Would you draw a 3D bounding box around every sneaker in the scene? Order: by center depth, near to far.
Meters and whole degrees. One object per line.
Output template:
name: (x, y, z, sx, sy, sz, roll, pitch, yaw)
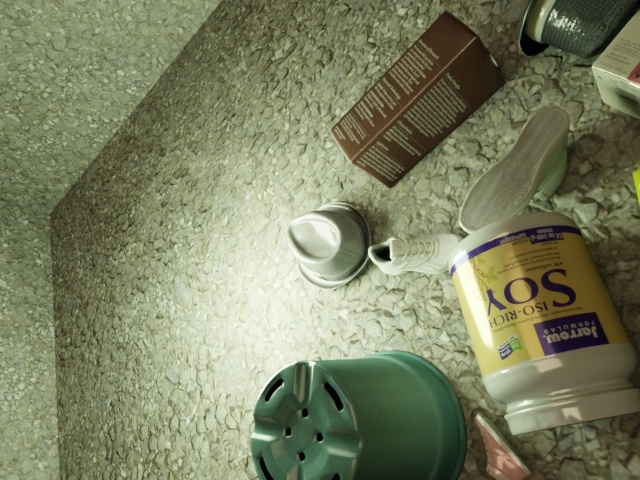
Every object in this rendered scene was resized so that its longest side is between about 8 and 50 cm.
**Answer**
sneaker: (0.328, 0.403, 0.904, 0.070, 0.051, 0.134, -47, 55, 11)
sneaker: (0.395, -0.096, 0.935, 0.292, 0.169, 0.108, -49, 51, -5)
sneaker: (0.211, 0.030, 1.085, 0.232, 0.115, 0.090, -16, 66, 35)

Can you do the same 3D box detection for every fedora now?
fedora: (0.536, -0.471, 0.886, 0.334, 0.334, 0.152, -48, 68, 17)
fedora: (0.000, 0.000, 1.266, 0.275, 0.124, 0.244, 33, 97, 41)

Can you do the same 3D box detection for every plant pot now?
plant pot: (0.065, 0.379, 0.944, 0.341, 0.334, 0.341, -14, 67, 35)

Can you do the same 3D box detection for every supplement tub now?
supplement tub: (0.379, 0.144, 0.824, 0.241, 0.241, 0.331, -27, 59, 30)

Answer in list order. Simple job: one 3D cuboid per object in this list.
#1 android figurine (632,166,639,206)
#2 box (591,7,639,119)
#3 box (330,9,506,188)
android figurine: (0.646, -0.092, 0.753, 0.248, 0.056, 0.273, -13, 84, 50)
box: (0.629, -0.348, 0.846, 0.232, 0.148, 0.127, -53, 51, 14)
box: (0.228, -0.323, 1.143, 0.381, 0.191, 0.143, -41, 53, 21)
